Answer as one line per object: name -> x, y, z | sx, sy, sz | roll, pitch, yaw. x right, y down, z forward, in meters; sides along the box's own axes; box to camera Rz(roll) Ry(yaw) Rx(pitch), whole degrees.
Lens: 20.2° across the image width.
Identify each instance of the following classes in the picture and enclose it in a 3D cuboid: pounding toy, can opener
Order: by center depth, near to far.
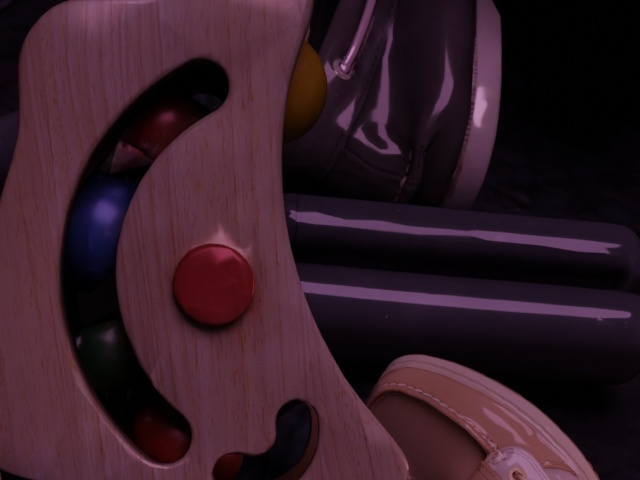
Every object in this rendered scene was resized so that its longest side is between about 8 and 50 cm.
pounding toy -> -0.041, 0.035, 0.611 | 0.154, 0.155, 0.269 | 8, 86, -2
can opener -> 0.000, 0.000, 0.730 | 0.283, 0.095, 0.076 | 5, 48, -5

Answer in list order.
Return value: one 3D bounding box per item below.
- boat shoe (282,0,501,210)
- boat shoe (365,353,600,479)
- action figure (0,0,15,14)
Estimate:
boat shoe -> 0.028, -0.153, 0.868 | 0.095, 0.112, 0.335 | 12, 50, -13
boat shoe -> 0.075, 0.112, 0.678 | 0.170, 0.063, 0.059 | 41, 44, 18
action figure -> -0.093, -0.166, 0.825 | 0.164, 0.141, 0.275 | 19, 62, 3
